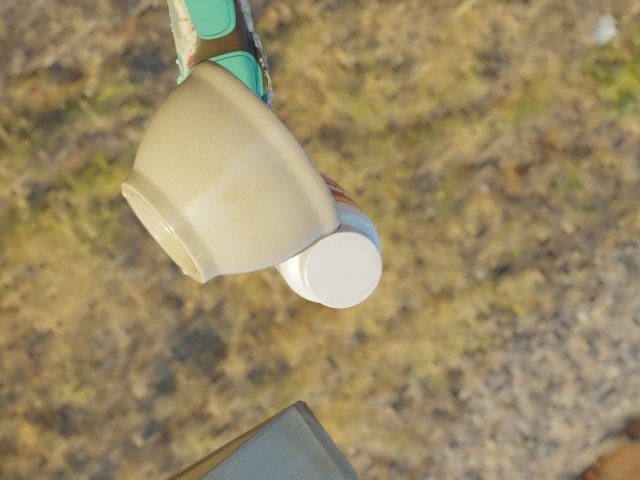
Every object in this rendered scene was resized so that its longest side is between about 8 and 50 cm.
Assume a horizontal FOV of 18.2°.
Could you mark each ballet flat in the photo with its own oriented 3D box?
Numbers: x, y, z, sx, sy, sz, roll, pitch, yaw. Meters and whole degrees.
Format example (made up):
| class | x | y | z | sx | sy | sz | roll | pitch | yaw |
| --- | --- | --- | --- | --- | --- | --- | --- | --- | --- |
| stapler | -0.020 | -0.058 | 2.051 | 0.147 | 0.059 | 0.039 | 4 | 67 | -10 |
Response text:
| class | x | y | z | sx | sy | sz | roll | pitch | yaw |
| --- | --- | --- | --- | --- | --- | --- | --- | --- | --- |
| ballet flat | -0.078 | -0.154 | 1.654 | 0.091 | 0.241 | 0.077 | -7 | 175 | 18 |

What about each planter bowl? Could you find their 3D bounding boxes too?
| class | x | y | z | sx | sy | sz | roll | pitch | yaw |
| --- | --- | --- | --- | --- | --- | --- | --- | --- | --- |
| planter bowl | -0.078 | -0.038 | 1.477 | 0.109 | 0.162 | 0.162 | -40 | 166 | -13 |

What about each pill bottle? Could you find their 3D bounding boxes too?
| class | x | y | z | sx | sy | sz | roll | pitch | yaw |
| --- | --- | --- | --- | --- | --- | --- | --- | --- | --- |
| pill bottle | 0.000 | 0.000 | 1.635 | 0.086 | 0.086 | 0.152 | -41 | -156 | 0 |

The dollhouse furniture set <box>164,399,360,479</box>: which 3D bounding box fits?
| class | x | y | z | sx | sy | sz | roll | pitch | yaw |
| --- | --- | --- | --- | --- | --- | --- | --- | --- | --- |
| dollhouse furniture set | -0.014 | 0.321 | 0.979 | 0.362 | 0.394 | 0.256 | -34 | 180 | 43 |
